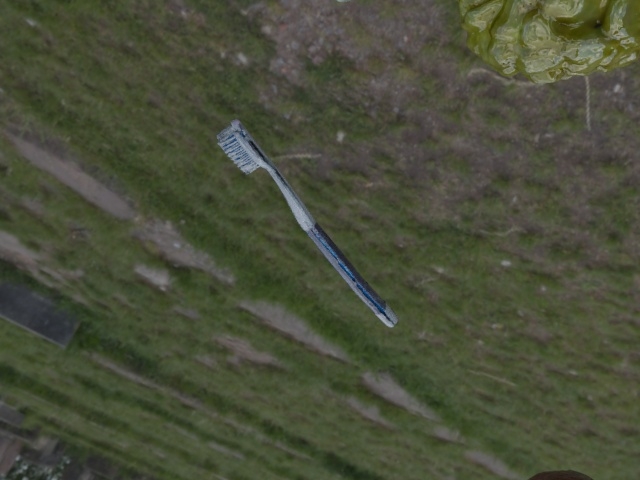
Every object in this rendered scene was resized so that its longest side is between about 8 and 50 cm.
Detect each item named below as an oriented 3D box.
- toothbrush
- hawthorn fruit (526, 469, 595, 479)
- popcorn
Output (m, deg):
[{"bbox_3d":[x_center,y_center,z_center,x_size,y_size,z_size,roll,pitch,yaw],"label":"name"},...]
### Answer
[{"bbox_3d":[0.000,0.000,0.589,0.026,0.024,0.288,-30,128,13],"label":"toothbrush"},{"bbox_3d":[0.314,0.359,0.785,0.157,0.194,0.156,155,90,-88],"label":"hawthorn fruit"},{"bbox_3d":[0.243,-0.249,0.620,0.217,0.180,0.235,-13,-165,-19],"label":"popcorn"}]
